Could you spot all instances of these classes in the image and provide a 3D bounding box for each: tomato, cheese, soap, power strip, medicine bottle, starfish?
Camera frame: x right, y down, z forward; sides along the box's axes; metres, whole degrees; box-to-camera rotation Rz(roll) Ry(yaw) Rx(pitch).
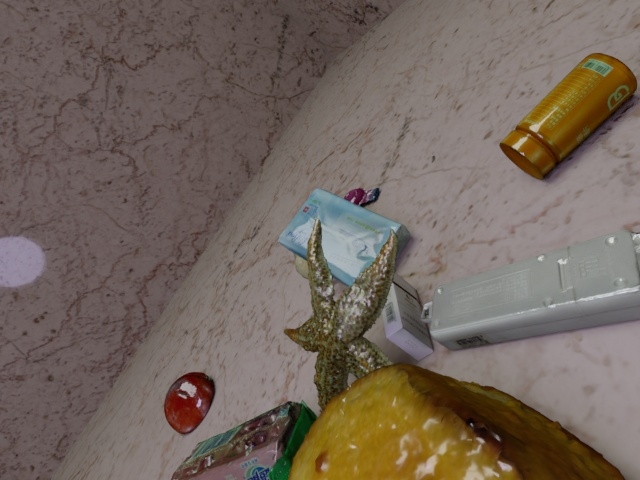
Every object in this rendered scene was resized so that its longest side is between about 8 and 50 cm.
[{"bbox_3d":[-0.408,0.474,1.215,0.173,0.099,0.189,-54,24,-8],"label":"tomato"},{"bbox_3d":[0.110,-0.122,1.183,0.145,0.038,0.095,-11,48,49],"label":"cheese"},{"bbox_3d":[-0.137,0.389,0.714,0.274,0.097,0.218,-29,4,15],"label":"soap"},{"bbox_3d":[0.286,0.075,0.545,0.338,0.058,0.098,-28,32,45],"label":"power strip"},{"bbox_3d":[0.405,-0.203,0.673,0.192,0.096,0.096,-47,24,12],"label":"medicine bottle"},{"bbox_3d":[0.022,0.142,0.669,0.078,0.357,0.347,-16,-11,-41],"label":"starfish"}]

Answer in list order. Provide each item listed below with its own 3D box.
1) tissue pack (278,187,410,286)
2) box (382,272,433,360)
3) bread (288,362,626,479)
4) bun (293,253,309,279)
[{"bbox_3d":[0.047,-0.006,0.937,0.263,0.089,0.177,29,81,39],"label":"tissue pack"},{"bbox_3d":[0.143,0.122,0.709,0.040,0.084,0.154,-43,25,24],"label":"box"},{"bbox_3d":[0.105,0.287,0.399,0.336,0.204,0.358,-52,21,-10],"label":"bread"},{"bbox_3d":[0.000,0.000,1.099,0.222,0.128,0.222,-38,27,24],"label":"bun"}]
